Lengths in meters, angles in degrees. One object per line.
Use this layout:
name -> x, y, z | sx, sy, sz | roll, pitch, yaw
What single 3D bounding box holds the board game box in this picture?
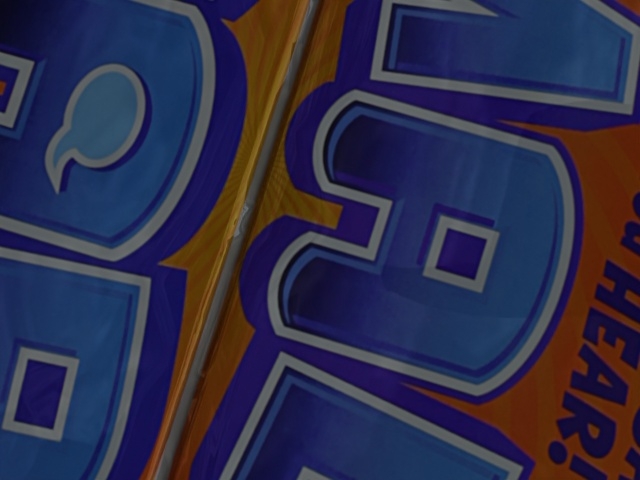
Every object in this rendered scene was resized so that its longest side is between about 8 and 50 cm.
board game box -> 0.000, 0.000, 0.796 | 0.356, 0.356, 0.356 | 52, 55, -79
